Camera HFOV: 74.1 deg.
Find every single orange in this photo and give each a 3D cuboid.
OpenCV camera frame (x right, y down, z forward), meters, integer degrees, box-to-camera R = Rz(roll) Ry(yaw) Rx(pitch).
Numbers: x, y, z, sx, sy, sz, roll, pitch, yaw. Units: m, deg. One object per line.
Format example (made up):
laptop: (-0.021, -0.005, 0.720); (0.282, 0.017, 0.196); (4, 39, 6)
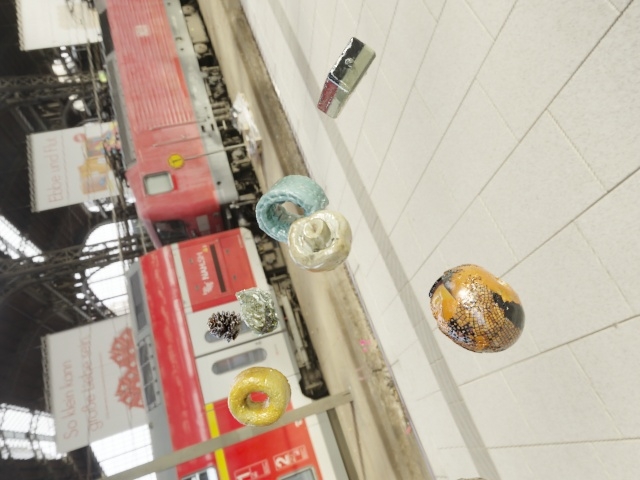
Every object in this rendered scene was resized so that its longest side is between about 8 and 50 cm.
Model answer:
orange: (0.381, 0.165, 1.035); (0.182, 0.234, 0.234); (-57, 30, 11)

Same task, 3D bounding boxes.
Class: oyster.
oyster: (-0.192, 0.209, 1.299); (0.177, 0.125, 0.064); (60, -170, 27)

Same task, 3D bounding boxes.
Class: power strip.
power strip: (0.053, -0.356, 0.958); (0.105, 0.070, 0.256); (-59, 5, 0)

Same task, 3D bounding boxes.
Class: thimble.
thimble: (-0.085, -0.104, 1.389); (0.143, 0.235, 0.198); (-59, -45, -49)

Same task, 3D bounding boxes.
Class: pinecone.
pinecone: (-0.229, 0.202, 1.014); (0.077, 0.083, 0.077); (-49, 28, 38)

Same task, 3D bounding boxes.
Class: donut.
donut: (-0.144, 0.371, 0.997); (0.058, 0.151, 0.152); (-95, -8, -83)

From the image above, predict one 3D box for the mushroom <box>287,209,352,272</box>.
mushroom: (0.000, 0.000, 0.911); (0.112, 0.148, 0.148); (51, -168, -57)

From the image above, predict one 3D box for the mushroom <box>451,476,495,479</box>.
mushroom: (0.300, 0.552, 0.784); (0.153, 0.253, 0.253); (-55, -34, -52)
